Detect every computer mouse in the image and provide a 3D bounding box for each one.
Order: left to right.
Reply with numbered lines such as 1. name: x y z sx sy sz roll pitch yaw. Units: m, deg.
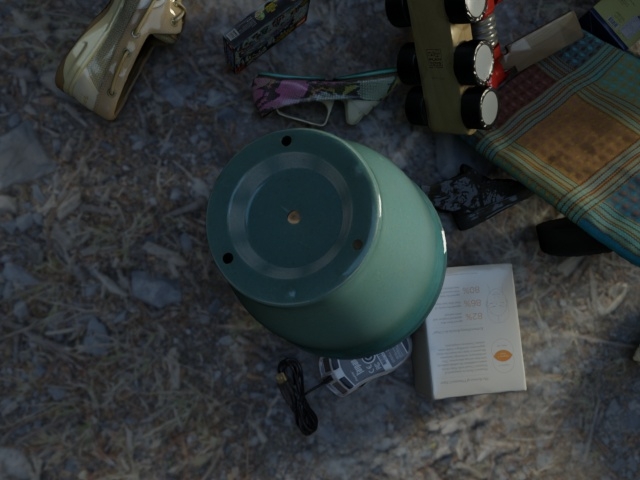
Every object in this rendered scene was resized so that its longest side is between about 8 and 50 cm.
1. computer mouse: 0.037 0.176 0.871 0.193 0.042 0.106 -28 83 -3

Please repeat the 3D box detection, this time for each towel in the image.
1. towel: 0.401 -0.134 0.854 0.271 0.040 0.370 -38 57 -10

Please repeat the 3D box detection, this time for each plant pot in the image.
1. plant pot: 0.000 0.000 0.734 0.271 0.255 0.272 -3 79 15

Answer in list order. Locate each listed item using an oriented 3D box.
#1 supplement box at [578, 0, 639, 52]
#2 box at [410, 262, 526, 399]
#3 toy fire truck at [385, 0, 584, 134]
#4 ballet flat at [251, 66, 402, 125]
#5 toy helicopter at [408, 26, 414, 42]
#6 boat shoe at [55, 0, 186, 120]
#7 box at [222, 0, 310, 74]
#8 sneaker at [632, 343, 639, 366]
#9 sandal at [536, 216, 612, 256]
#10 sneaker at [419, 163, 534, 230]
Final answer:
1. supplement box: 0.448 -0.331 0.963 0.083 0.056 0.083 -40 90 -9
2. box: 0.193 0.122 0.868 0.130 0.091 0.170 -3 84 -7
3. toy fire truck: 0.233 -0.286 0.867 0.246 0.158 0.217 -41 127 -36
4. ballet flat: 0.014 -0.202 0.898 0.221 0.077 0.079 -3 103 -2
5. toy helicopter: 0.143 -0.430 0.924 0.235 0.140 0.355 -21 97 -17
6. boat shoe: -0.230 -0.303 0.860 0.098 0.109 0.302 36 87 -7
7. box: -0.074 -0.296 0.880 0.137 0.094 0.027 -40 90 -8
8. sneaker: 0.596 0.175 0.904 0.256 0.094 0.151 32 87 0
9. sandal: 0.522 -0.070 0.883 0.446 0.167 0.107 -12 97 -7
10. sneaker: 0.230 -0.077 0.914 0.170 0.051 0.089 -29 92 -5
